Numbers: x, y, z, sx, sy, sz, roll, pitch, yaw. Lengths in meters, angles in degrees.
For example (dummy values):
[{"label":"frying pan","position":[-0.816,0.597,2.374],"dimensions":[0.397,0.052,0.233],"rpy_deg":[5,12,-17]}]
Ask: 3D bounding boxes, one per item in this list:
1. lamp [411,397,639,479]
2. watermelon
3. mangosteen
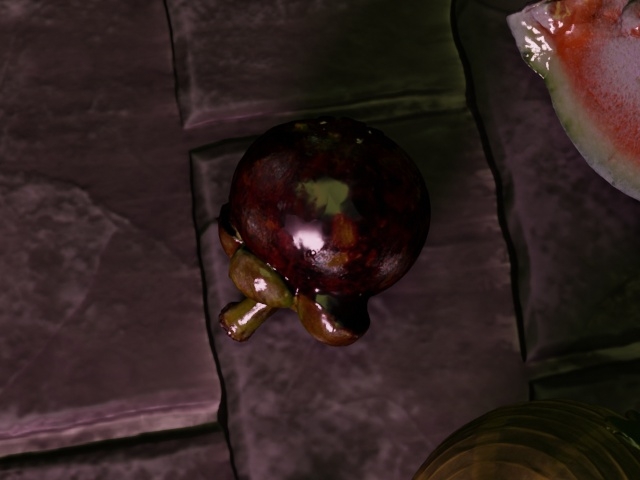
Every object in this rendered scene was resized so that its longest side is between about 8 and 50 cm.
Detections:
[{"label":"lamp","position":[0.156,0.227,1.416],"dimensions":[0.250,0.284,0.250],"rpy_deg":[-11,69,30]},{"label":"watermelon","position":[0.303,-0.148,1.595],"dimensions":[0.320,0.213,0.289],"rpy_deg":[1,48,9]},{"label":"mangosteen","position":[0.006,-0.008,1.596],"dimensions":[0.173,0.172,0.184],"rpy_deg":[0,93,1]}]
